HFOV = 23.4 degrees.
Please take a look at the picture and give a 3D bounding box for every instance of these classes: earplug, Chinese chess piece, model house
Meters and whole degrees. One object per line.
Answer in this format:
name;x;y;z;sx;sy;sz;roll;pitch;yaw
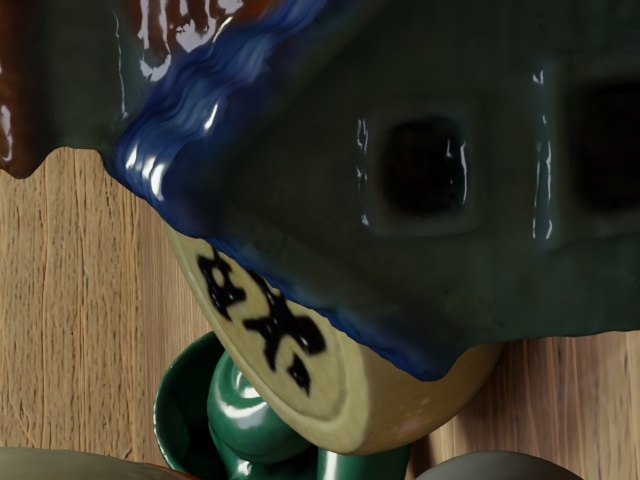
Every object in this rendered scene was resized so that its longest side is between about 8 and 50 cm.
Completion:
earplug;-0.015;0.156;1.161;0.257;0.164;0.280;41;157;23
Chinese chess piece;0.000;0.000;0.901;0.257;0.104;0.257;46;152;32
model house;0.018;-0.105;0.531;0.252;0.329;0.295;-128;37;-74

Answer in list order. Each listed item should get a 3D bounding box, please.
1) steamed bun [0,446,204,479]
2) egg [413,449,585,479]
steamed bun;-0.044;0.219;0.488;0.374;0.241;0.374;47;165;17
egg;0.084;0.189;0.656;0.146;0.146;0.199;145;113;-74
